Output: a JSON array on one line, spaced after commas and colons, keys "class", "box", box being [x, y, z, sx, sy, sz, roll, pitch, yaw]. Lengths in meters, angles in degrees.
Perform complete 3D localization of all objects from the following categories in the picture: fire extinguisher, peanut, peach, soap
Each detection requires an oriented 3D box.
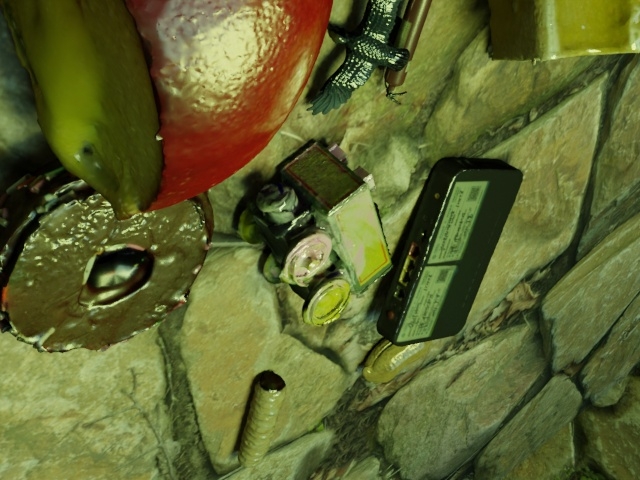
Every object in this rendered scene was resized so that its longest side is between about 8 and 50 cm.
[{"class": "fire extinguisher", "box": [0.104, -0.256, 0.961, 0.035, 0.049, 0.173, -38, 154, -45]}, {"class": "peanut", "box": [0.156, 0.220, 1.475, 0.174, 0.080, 0.080, -40, 145, -2]}, {"class": "peach", "box": [-0.146, -0.170, 0.615, 0.281, 0.281, 0.338, 13, 124, -51]}, {"class": "soap", "box": [0.294, -0.405, 0.953, 0.169, 0.304, 0.339, -6, 105, -5]}]

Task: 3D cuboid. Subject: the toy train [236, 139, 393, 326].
[{"class": "toy train", "box": [0.000, 0.000, 1.037, 0.177, 0.134, 0.261, -38, 145, -11]}]

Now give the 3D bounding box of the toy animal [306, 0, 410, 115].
[{"class": "toy animal", "box": [0.056, -0.241, 0.915, 0.107, 0.062, 0.220, 2, 130, -47]}]

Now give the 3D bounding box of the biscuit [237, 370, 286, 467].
[{"class": "biscuit", "box": [-0.104, 0.322, 1.324, 0.061, 0.055, 0.219, -22, 140, -46]}]

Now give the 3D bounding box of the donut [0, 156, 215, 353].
[{"class": "donut", "box": [-0.242, 0.009, 0.826, 0.269, 0.103, 0.270, -26, 141, -23]}]

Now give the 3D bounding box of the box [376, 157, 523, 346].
[{"class": "box", "box": [0.230, 0.023, 1.331, 0.211, 0.058, 0.350, -2, 119, -42]}]
